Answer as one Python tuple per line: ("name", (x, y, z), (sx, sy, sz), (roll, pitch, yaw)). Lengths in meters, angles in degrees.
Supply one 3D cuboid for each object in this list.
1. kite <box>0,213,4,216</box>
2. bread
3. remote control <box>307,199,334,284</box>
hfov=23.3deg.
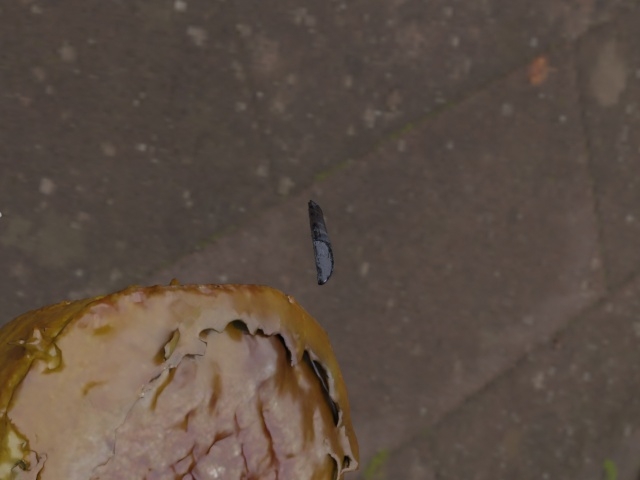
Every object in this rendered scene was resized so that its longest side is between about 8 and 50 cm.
("kite", (-0.227, -0.050, 0.795), (0.157, 0.139, 0.011), (34, 106, -33))
("bread", (-0.141, 0.188, 1.316), (0.358, 0.204, 0.336), (7, 96, -42))
("remote control", (0.000, 0.000, 1.147), (0.014, 0.096, 0.039), (-8, 109, -1))
